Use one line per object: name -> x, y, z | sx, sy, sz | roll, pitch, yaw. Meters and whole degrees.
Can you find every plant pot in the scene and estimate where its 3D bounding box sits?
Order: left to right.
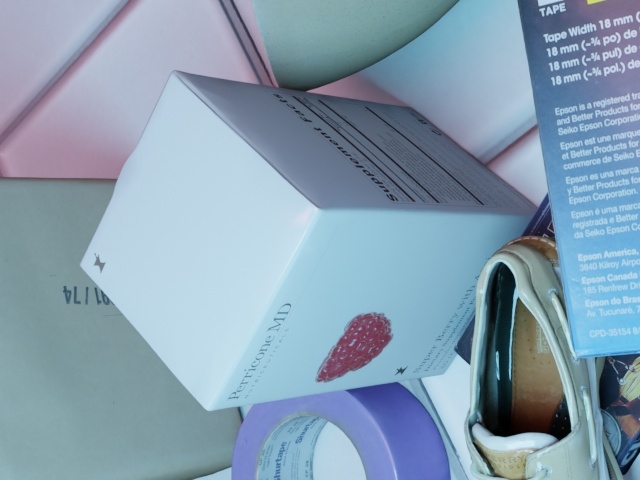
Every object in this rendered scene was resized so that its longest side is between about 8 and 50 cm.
plant pot -> 0.038, -0.271, 0.954 | 0.191, 0.284, 0.284 | -10, 82, 5

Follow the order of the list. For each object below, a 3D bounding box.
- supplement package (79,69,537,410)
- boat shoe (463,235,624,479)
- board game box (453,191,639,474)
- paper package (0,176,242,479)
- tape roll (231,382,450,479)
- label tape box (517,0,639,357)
supplement package -> 0.000, 0.000, 0.936 | 0.175, 0.293, 0.177 | 44, 116, 31
boat shoe -> 0.153, 0.148, 0.877 | 0.113, 0.103, 0.302 | -7, 86, 39
board game box -> 0.224, 0.036, 0.914 | 0.165, 0.042, 0.243 | 41, 114, 32
paper package -> -0.260, 0.103, 1.129 | 0.168, 0.325, 0.309 | -28, 74, 36
tape roll -> 0.015, 0.212, 1.060 | 0.189, 0.080, 0.189 | -1, 88, 39
label tape box -> 0.264, -0.103, 0.771 | 0.241, 0.106, 0.333 | -8, 91, 36
